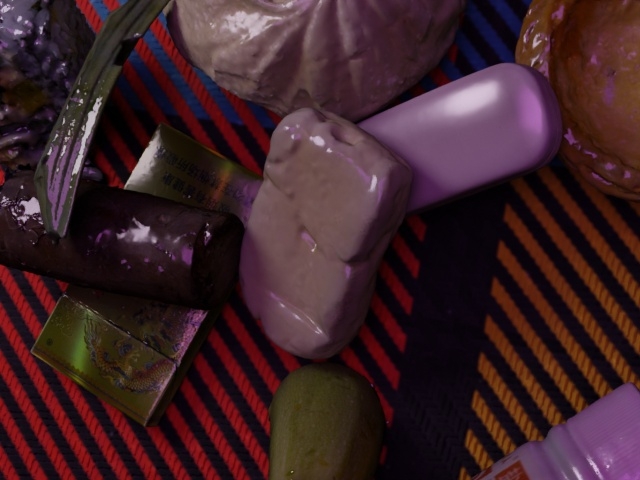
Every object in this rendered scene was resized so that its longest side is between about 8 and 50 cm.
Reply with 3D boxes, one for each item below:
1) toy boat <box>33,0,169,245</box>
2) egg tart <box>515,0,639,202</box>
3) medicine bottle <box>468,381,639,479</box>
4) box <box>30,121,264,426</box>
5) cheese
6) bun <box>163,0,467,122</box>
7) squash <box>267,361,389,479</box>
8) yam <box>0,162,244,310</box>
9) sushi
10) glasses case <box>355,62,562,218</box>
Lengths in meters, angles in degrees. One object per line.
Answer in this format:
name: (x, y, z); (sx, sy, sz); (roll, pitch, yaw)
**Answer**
toy boat: (-0.239, -0.139, 1.231); (0.055, 0.093, 0.293); (26, 71, -17)
egg tart: (0.344, -0.174, 1.222); (0.293, 0.123, 0.294); (-2, 81, 10)
medicine bottle: (0.225, 0.301, 1.133); (0.315, 0.202, 0.202); (-35, 75, 6)
box: (-0.187, 0.037, 1.353); (0.173, 0.043, 0.311); (30, 89, 17)
cheese: (0.001, 0.000, 1.242); (0.159, 0.093, 0.263); (36, 123, 27)
bun: (-0.018, -0.307, 1.273); (0.348, 0.227, 0.353); (5, 81, 16)
squash: (0.005, 0.244, 1.186); (0.137, 0.287, 0.137); (0, 111, 1)
yam: (-0.231, -0.002, 1.280); (0.279, 0.131, 0.131); (13, 84, 17)
sushi: (-0.340, -0.189, 1.346); (0.184, 0.274, 0.139); (-14, 53, 12)
glasses case: (0.118, -0.094, 1.234); (0.296, 0.075, 0.113); (-19, 83, 38)
